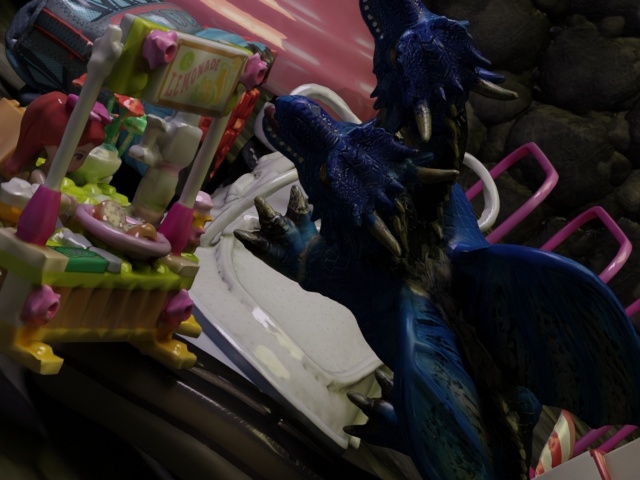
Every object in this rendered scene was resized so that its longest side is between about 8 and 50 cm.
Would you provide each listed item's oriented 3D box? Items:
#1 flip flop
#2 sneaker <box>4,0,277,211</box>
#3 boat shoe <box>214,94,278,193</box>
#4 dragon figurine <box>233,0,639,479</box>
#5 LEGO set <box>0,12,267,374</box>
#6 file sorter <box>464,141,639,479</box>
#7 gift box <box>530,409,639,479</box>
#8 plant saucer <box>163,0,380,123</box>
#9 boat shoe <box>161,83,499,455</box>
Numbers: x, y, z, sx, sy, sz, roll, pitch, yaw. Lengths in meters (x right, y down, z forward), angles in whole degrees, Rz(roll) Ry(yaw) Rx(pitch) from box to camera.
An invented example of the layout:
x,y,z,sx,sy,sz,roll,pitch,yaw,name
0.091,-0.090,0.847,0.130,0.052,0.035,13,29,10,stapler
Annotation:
x,y,z,sx,sy,sz,roll,pitch,yaw,name
0.006,0.122,0.674,0.277,0.080,0.112,34,1,8,flip flop
-0.096,-0.089,1.010,0.125,0.104,0.262,31,-4,-1,sneaker
-0.011,-0.036,1.300,0.114,0.091,0.302,32,7,9,boat shoe
0.054,0.041,0.674,0.289,0.085,0.144,61,-10,-21,dragon figurine
-0.081,-0.034,0.670,0.132,0.107,0.287,23,8,2,LEGO set
0.171,0.100,1.296,0.291,0.182,0.202,48,8,-7,file sorter
0.260,0.189,1.036,0.255,0.258,0.276,34,31,-54,gift box
-0.087,-0.189,1.319,0.332,0.084,0.332,32,7,-4,plant saucer
0.006,0.006,0.910,0.136,0.156,0.367,48,7,-2,boat shoe
